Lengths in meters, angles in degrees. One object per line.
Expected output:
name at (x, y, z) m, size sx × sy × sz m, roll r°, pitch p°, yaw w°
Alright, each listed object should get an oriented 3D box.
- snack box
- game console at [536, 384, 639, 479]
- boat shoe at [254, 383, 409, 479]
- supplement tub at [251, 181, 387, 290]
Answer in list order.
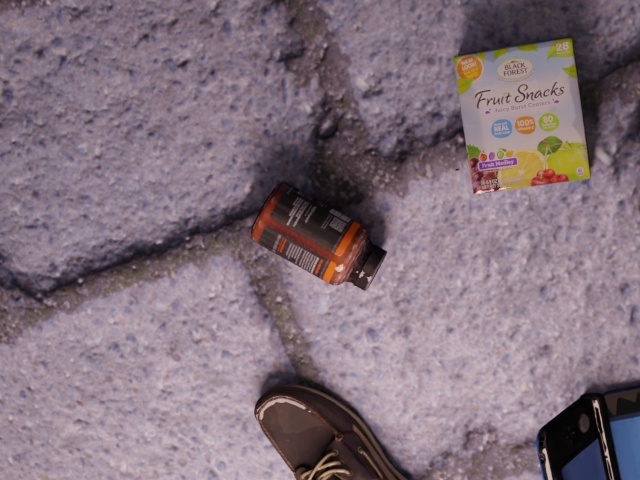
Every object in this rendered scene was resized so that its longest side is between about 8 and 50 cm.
snack box at (0.295, -0.182, 1.816) m, size 0.174 × 0.070 × 0.207 m, roll -8°, pitch 97°, yaw 13°
game console at (0.471, 0.376, 1.840) m, size 0.173 × 0.250 × 0.293 m, roll -8°, pitch 99°, yaw 39°
boat shoe at (0.039, 0.363, 1.934) m, size 0.355 × 0.130 × 0.132 m, roll 41°, pitch 105°, yaw 1°
supplement tub at (0.000, 0.000, 1.888) m, size 0.198 × 0.106 × 0.106 m, roll 30°, pitch 104°, yaw 5°
